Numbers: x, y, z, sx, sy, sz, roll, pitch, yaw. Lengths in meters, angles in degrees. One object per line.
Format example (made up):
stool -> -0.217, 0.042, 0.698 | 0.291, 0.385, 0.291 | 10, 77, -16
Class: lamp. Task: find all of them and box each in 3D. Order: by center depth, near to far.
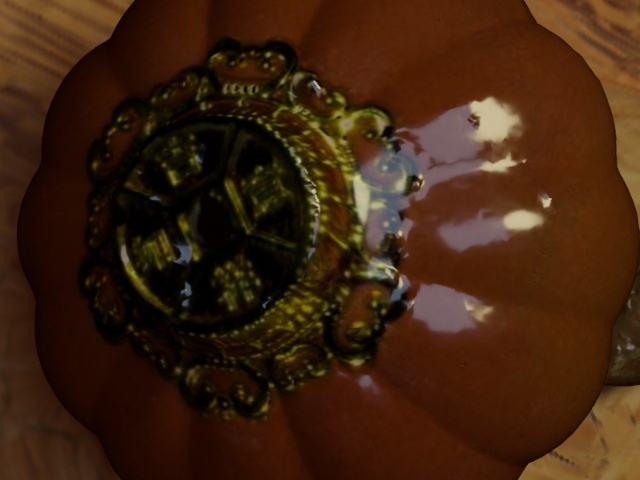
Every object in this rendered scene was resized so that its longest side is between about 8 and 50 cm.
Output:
lamp -> 0.000, 0.000, 0.550 | 0.223, 0.196, 0.223 | -2, 85, 20

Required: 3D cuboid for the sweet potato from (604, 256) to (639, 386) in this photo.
sweet potato -> 0.192, -0.009, 0.691 | 0.065, 0.051, 0.218 | 46, 69, -1
